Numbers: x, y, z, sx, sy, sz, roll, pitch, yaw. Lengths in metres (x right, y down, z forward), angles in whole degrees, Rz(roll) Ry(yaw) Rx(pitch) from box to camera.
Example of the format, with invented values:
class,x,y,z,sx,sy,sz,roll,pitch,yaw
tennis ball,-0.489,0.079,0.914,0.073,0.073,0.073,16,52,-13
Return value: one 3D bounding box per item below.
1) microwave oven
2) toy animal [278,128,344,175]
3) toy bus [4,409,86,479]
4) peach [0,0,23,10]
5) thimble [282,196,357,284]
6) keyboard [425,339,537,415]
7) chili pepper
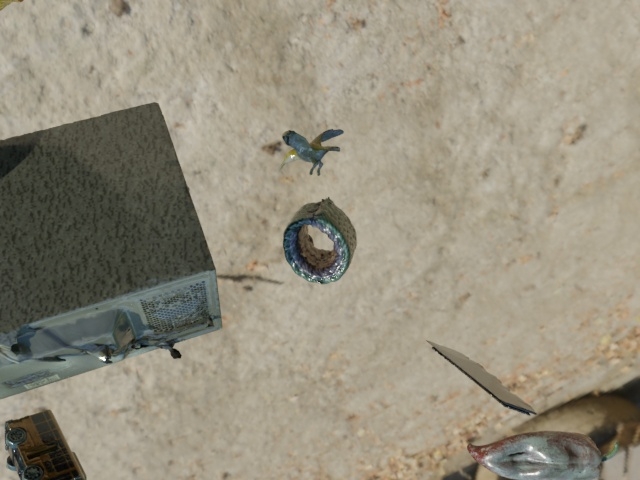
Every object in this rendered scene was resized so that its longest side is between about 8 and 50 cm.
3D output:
class,x,y,z,sx,sy,sz,roll,pitch,yaw
microwave oven,-0.400,0.033,1.157,0.432,0.374,0.236,-17,156,-13
toy animal,-0.035,-0.196,1.796,0.155,0.095,0.219,-48,159,24
toy bus,-0.486,0.398,1.350,0.103,0.182,0.091,-13,136,-36
peach,-0.434,-0.381,0.785,0.242,0.380,0.306,-29,163,-33
thimble,-0.001,0.002,1.354,0.118,0.090,0.135,-21,110,20
keyboard,0.225,0.195,1.094,0.074,0.196,0.015,18,99,-28
chili pepper,0.229,0.221,0.781,0.153,0.050,0.041,3,152,-1
